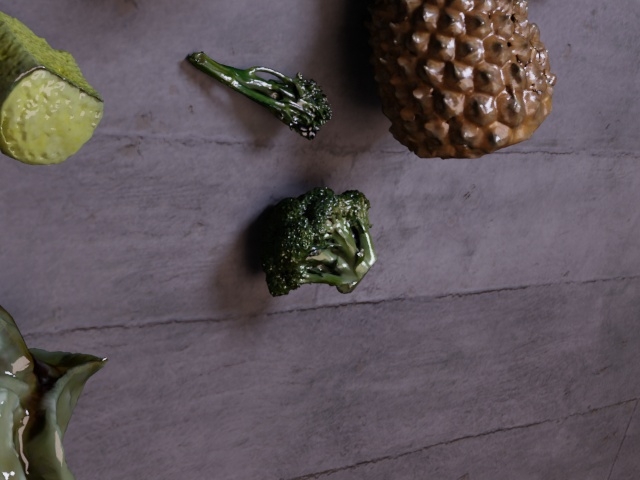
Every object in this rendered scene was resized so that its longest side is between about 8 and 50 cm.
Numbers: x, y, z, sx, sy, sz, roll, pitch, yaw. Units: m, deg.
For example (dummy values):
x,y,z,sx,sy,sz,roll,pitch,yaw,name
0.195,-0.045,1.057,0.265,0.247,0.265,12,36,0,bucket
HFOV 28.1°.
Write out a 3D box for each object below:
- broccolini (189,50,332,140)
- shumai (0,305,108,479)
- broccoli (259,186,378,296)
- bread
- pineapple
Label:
x,y,z,sx,sy,sz,roll,pitch,yaw,name
-0.060,-0.174,1.421,0.058,0.074,0.201,-48,141,13,broccolini
-0.375,0.193,1.154,0.395,0.395,0.348,18,74,-51,shumai
0.000,0.000,1.543,0.162,0.138,0.145,-46,173,-36,broccoli
-0.275,-0.134,1.177,0.129,0.114,0.111,22,103,-48,bread
0.128,-0.281,1.464,0.223,0.223,0.357,-37,117,-26,pineapple
